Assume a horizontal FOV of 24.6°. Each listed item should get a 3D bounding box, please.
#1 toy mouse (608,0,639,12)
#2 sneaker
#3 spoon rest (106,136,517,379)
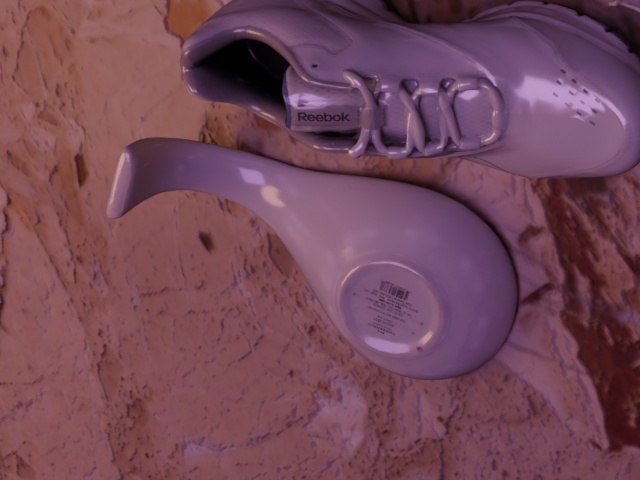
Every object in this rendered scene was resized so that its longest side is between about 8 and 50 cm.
[{"bbox_3d":[0.229,-0.117,0.802,0.143,0.031,0.161,16,116,26],"label":"toy mouse"},{"bbox_3d":[0.051,-0.083,0.865,0.297,0.129,0.111,14,122,27],"label":"sneaker"},{"bbox_3d":[0.000,0.000,0.975,0.276,0.084,0.137,25,122,7],"label":"spoon rest"}]
